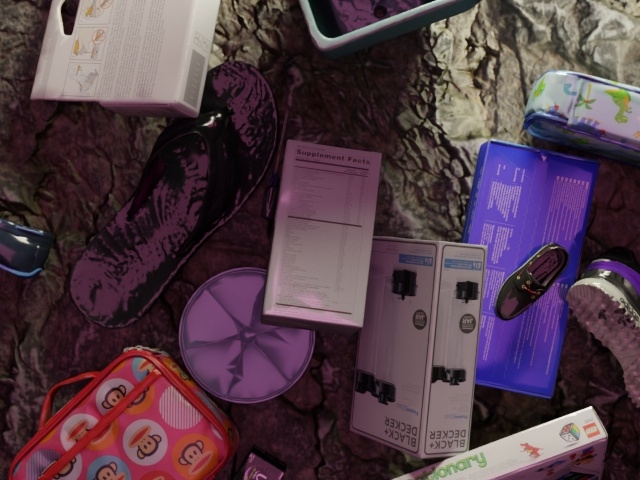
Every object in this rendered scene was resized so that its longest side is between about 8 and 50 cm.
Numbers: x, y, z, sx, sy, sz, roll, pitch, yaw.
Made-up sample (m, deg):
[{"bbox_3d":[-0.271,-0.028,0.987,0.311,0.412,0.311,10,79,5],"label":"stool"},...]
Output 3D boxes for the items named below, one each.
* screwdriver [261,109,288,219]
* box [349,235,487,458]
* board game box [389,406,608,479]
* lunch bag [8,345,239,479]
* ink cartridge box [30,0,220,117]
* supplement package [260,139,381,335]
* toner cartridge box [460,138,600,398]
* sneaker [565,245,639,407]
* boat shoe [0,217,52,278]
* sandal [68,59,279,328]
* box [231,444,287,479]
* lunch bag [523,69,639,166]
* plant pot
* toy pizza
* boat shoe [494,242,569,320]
[{"bbox_3d":[-0.065,-0.114,1.286,0.024,0.025,0.169,10,81,2],"label":"screwdriver"},{"bbox_3d":[0.134,0.142,1.196,0.087,0.169,0.289,5,91,-34],"label":"box"},{"bbox_3d":[0.244,0.340,1.194,0.305,0.193,0.053,-20,55,1],"label":"board game box"},{"bbox_3d":[-0.293,0.300,1.242,0.293,0.120,0.258,-44,85,0],"label":"lunch bag"},{"bbox_3d":[-0.274,-0.330,1.245,0.261,0.066,0.296,6,81,26],"label":"ink cartridge box"},{"bbox_3d":[0.000,0.000,1.198,0.139,0.134,0.244,9,79,-4],"label":"supplement package"},{"bbox_3d":[0.284,0.040,1.247,0.165,0.075,0.347,12,90,0],"label":"toner cartridge box"},{"bbox_3d":[0.481,0.128,1.231,0.293,0.102,0.146,53,54,-16],"label":"sneaker"},{"bbox_3d":[-0.520,-0.035,1.262,0.258,0.109,0.089,29,83,-15],"label":"boat shoe"},{"bbox_3d":[-0.204,-0.061,1.240,0.168,0.107,0.445,33,90,1],"label":"sandal"},{"bbox_3d":[-0.097,0.357,1.265,0.062,0.052,0.083,31,89,1],"label":"box"},{"bbox_3d":[0.400,-0.166,1.197,0.219,0.176,0.090,17,95,3],"label":"lunch bag"},{"bbox_3d":[0.073,-0.384,1.163,0.248,0.252,0.247,-20,89,1],"label":"plant pot"},{"bbox_3d":[-0.109,0.140,1.271,0.201,0.032,0.201,0,87,-6],"label":"toy pizza"},{"bbox_3d":[0.293,0.058,1.189,0.049,0.042,0.133,42,92,-2],"label":"boat shoe"}]
